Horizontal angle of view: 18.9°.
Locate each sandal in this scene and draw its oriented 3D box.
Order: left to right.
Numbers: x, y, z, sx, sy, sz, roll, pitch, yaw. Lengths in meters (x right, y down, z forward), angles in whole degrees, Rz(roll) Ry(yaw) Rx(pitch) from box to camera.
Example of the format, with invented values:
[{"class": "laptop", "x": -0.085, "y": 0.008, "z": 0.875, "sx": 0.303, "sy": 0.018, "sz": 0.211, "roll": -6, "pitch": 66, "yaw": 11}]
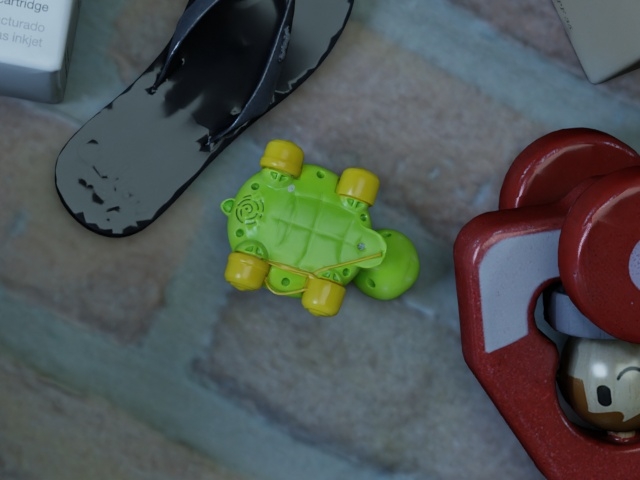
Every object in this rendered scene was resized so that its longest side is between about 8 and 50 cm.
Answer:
[{"class": "sandal", "x": -0.061, "y": -0.106, "z": 1.179, "sx": 0.097, "sy": 0.054, "sz": 0.254, "roll": 36, "pitch": 80, "yaw": -3}]

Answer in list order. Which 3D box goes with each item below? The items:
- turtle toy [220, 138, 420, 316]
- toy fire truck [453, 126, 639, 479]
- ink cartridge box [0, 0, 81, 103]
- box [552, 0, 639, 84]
[{"class": "turtle toy", "x": 0.000, "y": 0.000, "z": 1.171, "sx": 0.130, "sy": 0.066, "sz": 0.095, "roll": 20, "pitch": 81, "yaw": -7}, {"class": "toy fire truck", "x": 0.238, "y": 0.059, "z": 1.166, "sx": 0.302, "sy": 0.169, "sz": 0.254, "roll": -9, "pitch": 104, "yaw": -9}, {"class": "ink cartridge box", "x": -0.226, "y": -0.237, "z": 1.138, "sx": 0.197, "sy": 0.114, "sz": 0.273, "roll": 10, "pitch": 82, "yaw": -7}, {"class": "box", "x": 0.224, "y": -0.198, "z": 1.102, "sx": 0.121, "sy": 0.311, "sz": 0.148, "roll": -24, "pitch": 88, "yaw": -10}]
